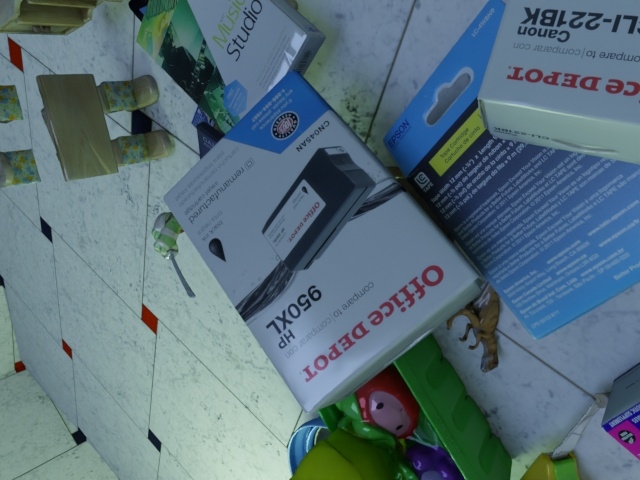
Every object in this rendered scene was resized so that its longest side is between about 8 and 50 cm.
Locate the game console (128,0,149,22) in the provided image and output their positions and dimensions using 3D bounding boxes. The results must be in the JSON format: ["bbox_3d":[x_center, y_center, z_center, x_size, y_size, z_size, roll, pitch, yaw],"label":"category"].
[{"bbox_3d":[-0.294,-0.468,0.954,0.144,0.124,0.085,50,161,12],"label":"game console"}]

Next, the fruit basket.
[{"bbox_3d":[0.099,0.374,0.819,0.283,0.392,0.392,-36,85,45],"label":"fruit basket"}]

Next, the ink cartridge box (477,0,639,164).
[{"bbox_3d":[0.281,-0.222,0.442,0.197,0.114,0.272,18,94,23],"label":"ink cartridge box"}]

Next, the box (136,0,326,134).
[{"bbox_3d":[-0.168,-0.342,0.828,0.322,0.058,0.232,47,125,14],"label":"box"}]

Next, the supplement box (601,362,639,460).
[{"bbox_3d":[0.484,0.251,0.594,0.220,0.114,0.111,41,131,17],"label":"supplement box"}]

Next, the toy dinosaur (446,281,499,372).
[{"bbox_3d":[0.259,0.104,0.773,0.113,0.064,0.211,4,112,6],"label":"toy dinosaur"}]

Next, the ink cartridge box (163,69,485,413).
[{"bbox_3d":[0.000,0.000,0.721,0.285,0.166,0.394,-42,70,11],"label":"ink cartridge box"}]

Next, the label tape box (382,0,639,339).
[{"bbox_3d":[0.269,-0.087,0.616,0.347,0.115,0.249,56,136,18],"label":"label tape box"}]

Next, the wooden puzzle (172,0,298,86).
[{"bbox_3d":[-0.170,-0.354,0.884,0.221,0.044,0.238,37,118,19],"label":"wooden puzzle"}]

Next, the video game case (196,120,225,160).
[{"bbox_3d":[-0.181,-0.091,1.031,0.196,0.026,0.274,38,144,22],"label":"video game case"}]

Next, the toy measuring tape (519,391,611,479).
[{"bbox_3d":[0.385,0.376,0.740,0.121,0.121,0.329,34,124,25],"label":"toy measuring tape"}]

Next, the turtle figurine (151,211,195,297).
[{"bbox_3d":[-0.242,0.009,1.001,0.266,0.198,0.274,-3,116,58],"label":"turtle figurine"}]

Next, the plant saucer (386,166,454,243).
[{"bbox_3d":[0.138,-0.031,0.816,0.199,0.036,0.198,20,123,34],"label":"plant saucer"}]

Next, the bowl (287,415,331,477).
[{"bbox_3d":[0.092,0.573,1.123,0.391,0.077,0.390,19,121,34],"label":"bowl"}]

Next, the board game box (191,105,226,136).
[{"bbox_3d":[-0.169,-0.229,0.984,0.193,0.045,0.146,49,134,12],"label":"board game box"}]

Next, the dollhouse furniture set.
[{"bbox_3d":[-0.510,-0.329,1.013,0.257,0.362,0.393,0,105,42],"label":"dollhouse furniture set"}]
